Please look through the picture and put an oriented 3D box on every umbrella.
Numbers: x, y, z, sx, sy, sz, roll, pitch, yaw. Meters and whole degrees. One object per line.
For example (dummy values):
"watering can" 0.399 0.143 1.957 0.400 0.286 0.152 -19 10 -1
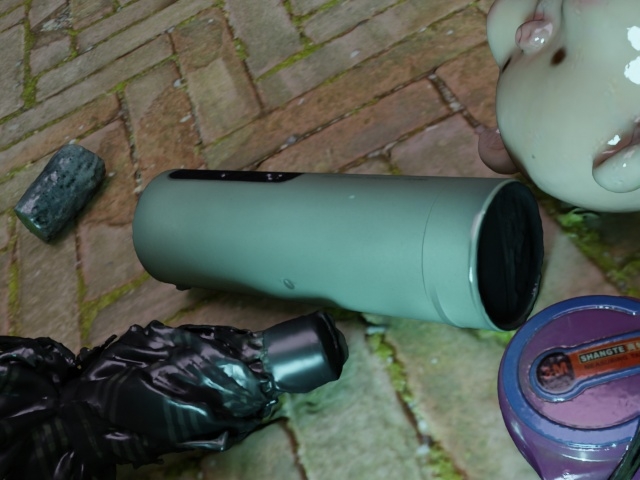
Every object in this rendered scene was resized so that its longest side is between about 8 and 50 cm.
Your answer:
"umbrella" -0.148 0.134 0.649 0.336 0.128 0.155 -8 65 12

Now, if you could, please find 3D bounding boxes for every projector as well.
"projector" 0.000 0.000 0.705 0.337 0.108 0.108 5 51 38

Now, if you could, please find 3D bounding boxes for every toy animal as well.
"toy animal" 0.238 -0.131 0.630 0.221 0.230 0.210 5 2 -15

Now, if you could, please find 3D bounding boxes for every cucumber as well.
"cucumber" -0.289 -0.051 1.002 0.064 0.064 0.112 3 52 37

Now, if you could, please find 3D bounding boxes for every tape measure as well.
"tape measure" 0.164 0.094 0.516 0.118 0.074 0.125 -17 45 10
